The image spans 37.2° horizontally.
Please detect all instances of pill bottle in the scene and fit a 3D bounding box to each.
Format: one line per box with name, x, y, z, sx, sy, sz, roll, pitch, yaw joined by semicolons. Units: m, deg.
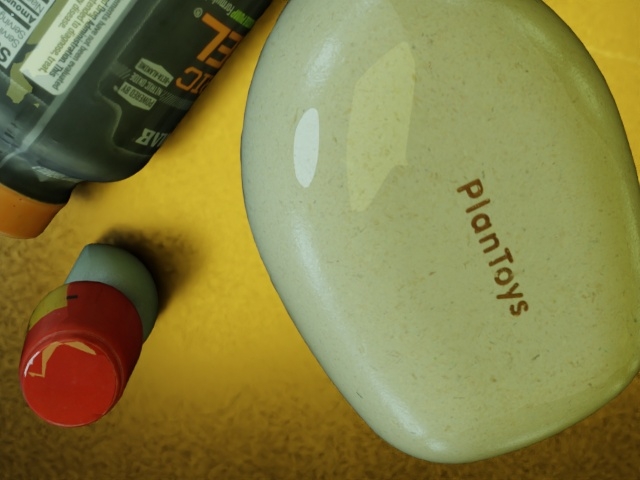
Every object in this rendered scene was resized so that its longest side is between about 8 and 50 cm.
pill bottle;-0.103;-0.119;0.460;0.130;0.130;0.246;39;100;-5

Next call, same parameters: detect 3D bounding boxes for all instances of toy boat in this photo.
toy boat;0.000;0.000;0.486;0.318;0.148;0.268;-20;105;-2
